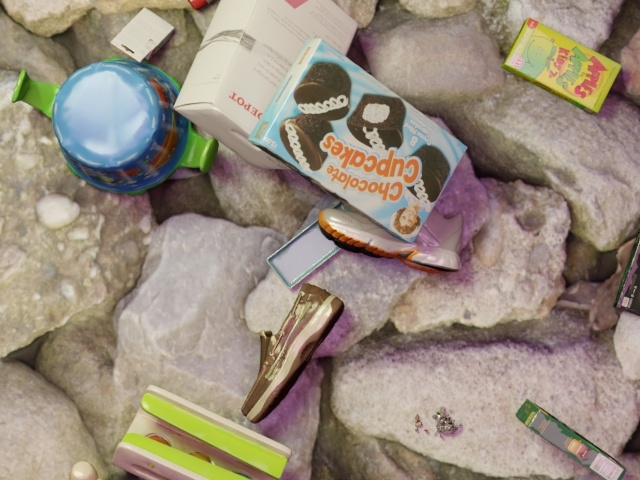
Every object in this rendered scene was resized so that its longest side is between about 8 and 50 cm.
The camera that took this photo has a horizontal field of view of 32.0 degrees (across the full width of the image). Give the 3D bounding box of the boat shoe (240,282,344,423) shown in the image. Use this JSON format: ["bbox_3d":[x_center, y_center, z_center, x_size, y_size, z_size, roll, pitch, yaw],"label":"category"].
[{"bbox_3d":[-0.067,0.187,1.908,0.095,0.095,0.257,35,84,12],"label":"boat shoe"}]

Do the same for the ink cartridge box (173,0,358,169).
[{"bbox_3d":[-0.086,-0.283,1.798,0.207,0.117,0.283,35,69,-38],"label":"ink cartridge box"}]

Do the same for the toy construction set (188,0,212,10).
[{"bbox_3d":[-0.271,-0.508,1.811,0.308,0.237,0.257,-14,91,-1],"label":"toy construction set"}]

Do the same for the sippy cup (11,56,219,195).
[{"bbox_3d":[-0.335,-0.195,1.821,0.305,0.224,0.240,-15,91,-1],"label":"sippy cup"}]

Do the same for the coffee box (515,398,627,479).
[{"bbox_3d":[0.426,0.344,1.903,0.184,0.113,0.040,34,91,0],"label":"coffee box"}]

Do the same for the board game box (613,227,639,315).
[{"bbox_3d":[0.601,0.050,1.945,0.126,0.026,0.186,19,90,-2],"label":"board game box"}]

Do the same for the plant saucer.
[{"bbox_3d":[0.000,0.000,1.935,0.192,0.018,0.067,-38,92,0],"label":"plant saucer"}]

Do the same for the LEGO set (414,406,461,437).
[{"bbox_3d":[0.205,0.321,1.941,0.083,0.023,0.054,-16,91,-1],"label":"LEGO set"}]

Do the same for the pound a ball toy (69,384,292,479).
[{"bbox_3d":[-0.237,0.392,1.859,0.319,0.136,0.208,24,54,-2],"label":"pound a ball toy"}]

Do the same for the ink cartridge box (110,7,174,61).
[{"bbox_3d":[-0.303,-0.340,1.883,0.063,0.029,0.115,34,50,-1],"label":"ink cartridge box"}]

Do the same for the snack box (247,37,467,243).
[{"bbox_3d":[0.064,-0.152,1.759,0.322,0.060,0.187,32,86,-28],"label":"snack box"}]

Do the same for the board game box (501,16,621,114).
[{"bbox_3d":[0.415,-0.301,1.927,0.181,0.043,0.092,27,90,-2],"label":"board game box"}]

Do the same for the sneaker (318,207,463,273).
[{"bbox_3d":[0.124,-0.028,1.902,0.262,0.099,0.121,16,79,-16],"label":"sneaker"}]
